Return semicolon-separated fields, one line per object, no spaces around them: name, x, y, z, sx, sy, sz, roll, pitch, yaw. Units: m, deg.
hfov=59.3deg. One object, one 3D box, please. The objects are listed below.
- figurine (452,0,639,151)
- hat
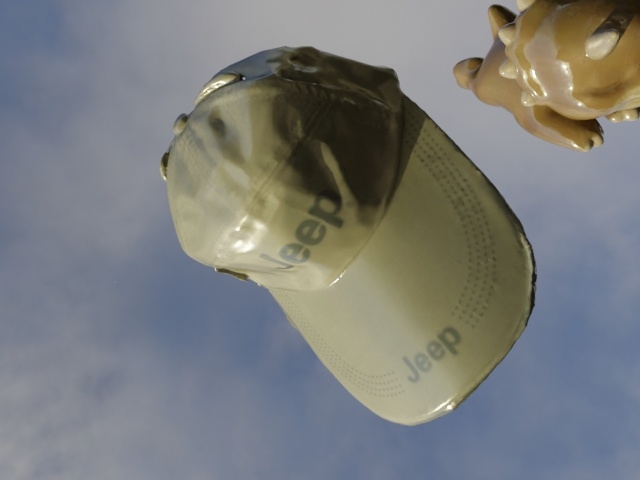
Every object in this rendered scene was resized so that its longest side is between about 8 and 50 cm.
figurine;0.264;-0.221;0.621;0.177;0.247;0.173;-18;-50;2
hat;0.000;0.000;0.376;0.149;0.245;0.214;8;-54;-41
